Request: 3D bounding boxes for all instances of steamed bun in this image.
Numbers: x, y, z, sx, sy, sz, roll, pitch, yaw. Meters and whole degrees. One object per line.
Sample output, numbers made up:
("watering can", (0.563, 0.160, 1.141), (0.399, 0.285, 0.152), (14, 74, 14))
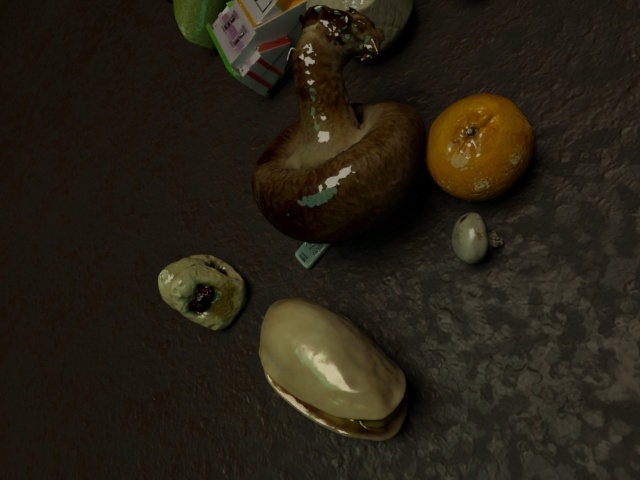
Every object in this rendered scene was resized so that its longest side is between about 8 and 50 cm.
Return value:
("steamed bun", (-0.267, 0.101, 1.105), (0.172, 0.155, 0.140), (29, 91, 40))

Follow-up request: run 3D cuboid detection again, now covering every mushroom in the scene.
("mushroom", (0.024, -0.175, 0.903), (0.331, 0.356, 0.334), (29, 62, 32))
("mushroom", (0.259, -0.003, 0.842), (0.079, 0.085, 0.085), (0, 68, -2))

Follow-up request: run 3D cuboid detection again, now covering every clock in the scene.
("clock", (-0.102, -0.542, 1.244), (0.309, 0.166, 0.235), (-43, 53, 23))

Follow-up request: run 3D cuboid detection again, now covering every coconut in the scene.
("coconut", (0.075, -0.503, 1.065), (0.202, 0.222, 0.202), (-18, 59, 33))

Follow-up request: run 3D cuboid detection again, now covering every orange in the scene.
("orange", (0.258, -0.153, 0.847), (0.178, 0.155, 0.177), (-21, 48, 25))

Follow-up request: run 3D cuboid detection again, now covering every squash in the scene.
("squash", (-0.311, -0.698, 1.443), (0.189, 0.189, 0.260), (49, 129, 37))

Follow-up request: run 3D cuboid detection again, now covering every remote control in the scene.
("remote control", (0.000, 0.000, 1.047), (0.124, 0.018, 0.053), (-48, 53, 10))

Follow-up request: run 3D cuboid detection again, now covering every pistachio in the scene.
("pistachio", (0.016, 0.205, 0.862), (0.299, 0.187, 0.187), (30, 90, 33))

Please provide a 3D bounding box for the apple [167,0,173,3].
("apple", (-0.421, -0.836, 1.525), (0.256, 0.257, 0.234), (-55, 38, 4))
